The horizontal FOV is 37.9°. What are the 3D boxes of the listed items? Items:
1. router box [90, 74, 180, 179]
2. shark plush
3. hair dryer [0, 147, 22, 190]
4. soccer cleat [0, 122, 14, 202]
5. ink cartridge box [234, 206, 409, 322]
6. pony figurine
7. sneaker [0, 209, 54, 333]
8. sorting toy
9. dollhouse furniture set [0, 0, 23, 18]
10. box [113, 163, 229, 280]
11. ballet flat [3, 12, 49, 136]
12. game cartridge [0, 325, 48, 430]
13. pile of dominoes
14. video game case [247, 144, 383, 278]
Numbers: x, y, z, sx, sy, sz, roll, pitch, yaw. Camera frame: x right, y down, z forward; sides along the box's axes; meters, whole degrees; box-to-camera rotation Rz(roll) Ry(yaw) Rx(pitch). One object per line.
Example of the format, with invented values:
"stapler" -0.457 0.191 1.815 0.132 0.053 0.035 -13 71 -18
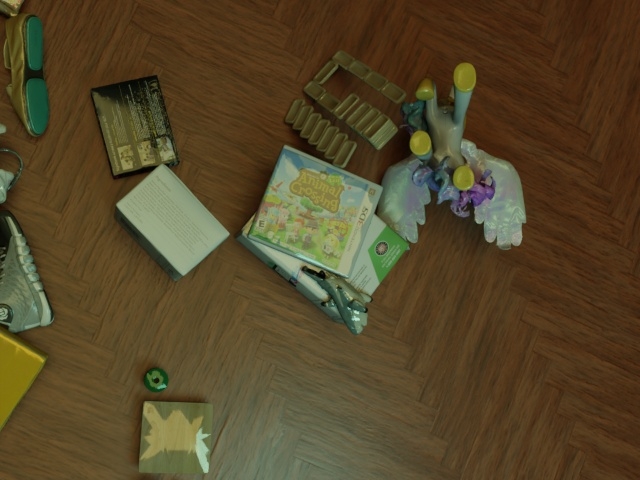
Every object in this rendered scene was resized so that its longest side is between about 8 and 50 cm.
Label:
"router box" -0.361 -0.222 1.818 0.133 0.046 0.178 -14 88 -14
"shark plush" 0.028 0.108 1.759 0.161 0.073 0.067 37 110 -13
"hair dryer" -0.721 -0.126 1.703 0.293 0.080 0.223 -41 95 -14
"soccer cleat" -0.624 -0.063 1.679 0.143 0.116 0.331 -3 106 -31
"ink cartridge box" 0.000 0.000 1.847 0.278 0.117 0.201 40 77 -8
"pony figurine" 0.252 -0.156 1.820 0.303 0.363 0.350 0 89 10
"sneaker" -0.587 0.066 1.712 0.132 0.086 0.228 -21 90 -16
"sorting toy" -0.277 0.383 1.776 0.132 0.046 0.274 4 83 -14
"dollhouse furniture set" -0.637 -0.508 1.715 0.356 0.174 0.303 26 79 -10
"box" -0.283 -0.030 1.748 0.119 0.181 0.182 -44 95 -13
"ballet flat" -0.561 -0.312 1.769 0.073 0.080 0.232 1 93 20
"game cartridge" -0.701 0.241 1.663 0.324 0.053 0.285 34 89 -7
"pile of dominoes" 0.049 -0.255 1.852 0.196 0.251 0.040 -46 136 0
"video game case" -0.008 -0.054 1.777 0.213 0.023 0.193 23 80 -10
